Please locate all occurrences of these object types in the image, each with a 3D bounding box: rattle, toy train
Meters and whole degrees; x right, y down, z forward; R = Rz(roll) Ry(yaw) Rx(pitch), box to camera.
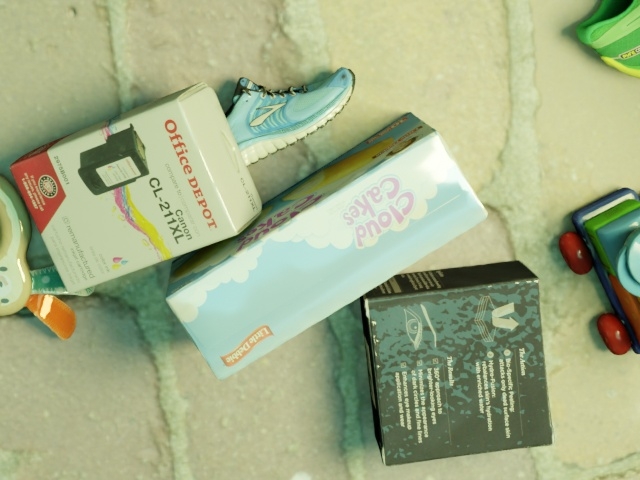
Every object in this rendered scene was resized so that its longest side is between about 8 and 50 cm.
[{"bbox_3d":[-0.291,0.016,1.167,0.130,0.143,0.200,-44,94,-14],"label":"rattle"},{"bbox_3d":[0.316,0.081,1.213,0.105,0.143,0.248,-27,101,2],"label":"toy train"}]

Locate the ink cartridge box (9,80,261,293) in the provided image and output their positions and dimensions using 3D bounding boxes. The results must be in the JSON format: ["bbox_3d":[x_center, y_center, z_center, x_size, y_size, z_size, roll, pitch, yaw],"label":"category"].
[{"bbox_3d":[-0.158,-0.045,1.167,0.175,0.072,0.127,-19,101,21],"label":"ink cartridge box"}]

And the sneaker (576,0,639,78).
[{"bbox_3d":[0.303,-0.287,1.163,0.123,0.109,0.296,14,99,-10],"label":"sneaker"}]

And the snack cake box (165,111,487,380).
[{"bbox_3d":[0.000,0.000,1.173,0.264,0.152,0.089,-32,100,2],"label":"snack cake box"}]

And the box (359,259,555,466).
[{"bbox_3d":[0.122,0.109,1.231,0.158,0.093,0.156,-7,100,-2],"label":"box"}]

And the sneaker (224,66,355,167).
[{"bbox_3d":[-0.045,-0.116,1.195,0.162,0.063,0.073,-27,98,1],"label":"sneaker"}]
